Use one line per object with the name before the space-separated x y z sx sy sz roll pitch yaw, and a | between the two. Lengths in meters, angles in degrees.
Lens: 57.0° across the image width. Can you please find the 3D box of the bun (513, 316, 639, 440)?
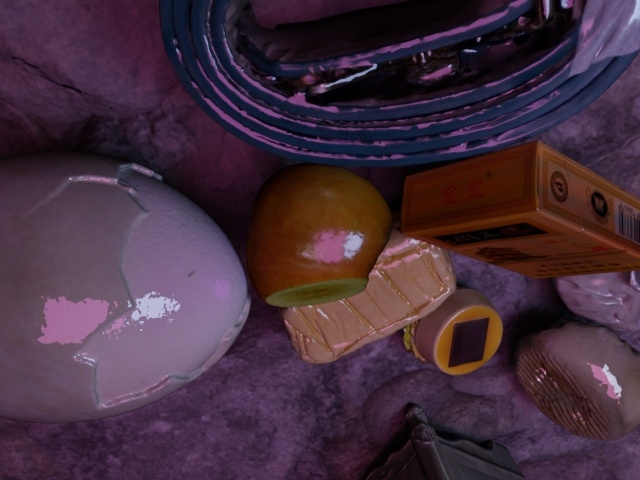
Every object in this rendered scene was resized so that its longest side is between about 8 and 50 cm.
bun | 0.377 0.184 0.852 0.128 0.178 0.193 -42 99 -24

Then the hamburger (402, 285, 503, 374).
hamburger | 0.183 0.125 0.832 0.141 0.081 0.126 -22 118 -12

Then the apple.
apple | -0.001 -0.001 0.632 0.147 0.146 0.163 12 88 8

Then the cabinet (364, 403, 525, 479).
cabinet | 0.179 0.469 0.854 0.228 0.318 0.290 26 108 -20

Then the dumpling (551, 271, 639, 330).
dumpling | 0.384 0.058 0.805 0.108 0.127 0.188 -18 122 -10

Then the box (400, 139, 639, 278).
box | 0.249 -0.020 0.681 0.274 0.174 0.076 16 72 -36

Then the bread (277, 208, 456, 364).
bread | 0.055 0.054 0.764 0.236 0.106 0.140 -29 116 5

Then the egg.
egg | -0.243 0.045 0.618 0.336 0.278 0.278 -3 114 -5

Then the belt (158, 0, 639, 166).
belt | 0.073 -0.232 0.552 0.437 0.173 0.300 -7 126 8
